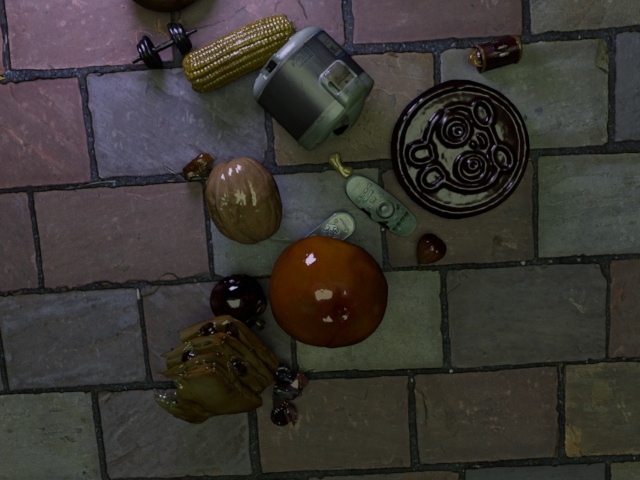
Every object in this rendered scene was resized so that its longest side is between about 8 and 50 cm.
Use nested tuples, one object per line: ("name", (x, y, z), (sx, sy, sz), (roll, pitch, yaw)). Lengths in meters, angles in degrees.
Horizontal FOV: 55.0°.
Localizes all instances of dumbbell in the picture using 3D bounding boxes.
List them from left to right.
("dumbbell", (-0.449, -0.560, 1.770), (0.208, 0.099, 0.099), (-25, 97, 4))

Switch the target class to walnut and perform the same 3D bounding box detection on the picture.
("walnut", (-0.220, -0.111, 1.778), (0.224, 0.225, 0.261), (-12, 110, 3))

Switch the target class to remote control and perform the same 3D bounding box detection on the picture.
("remote control", (0.000, 0.000, 1.869), (0.244, 0.047, 0.087), (-36, 99, 6))
("remote control", (0.180, -0.104, 1.851), (0.256, 0.045, 0.097), (40, 99, -7))

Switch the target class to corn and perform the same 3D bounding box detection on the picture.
("corn", (-0.227, -0.537, 1.755), (0.344, 0.131, 0.131), (-26, 97, 3))

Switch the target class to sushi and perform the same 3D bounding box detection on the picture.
("sushi", (-0.363, -0.220, 1.844), (0.118, 0.061, 0.060), (-32, 106, 26))

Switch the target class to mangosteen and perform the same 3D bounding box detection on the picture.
("mangosteen", (-0.250, 0.191, 1.850), (0.172, 0.172, 0.184), (6, 118, 1))

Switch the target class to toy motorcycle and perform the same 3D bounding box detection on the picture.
("toy motorcycle", (-0.097, 0.488, 1.927), (0.118, 0.084, 0.213), (3, 106, 0))

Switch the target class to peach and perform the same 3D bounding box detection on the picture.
("peach", (0.020, 0.151, 1.739), (0.342, 0.302, 0.343), (-5, 117, -11))

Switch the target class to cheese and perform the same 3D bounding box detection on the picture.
("cheese", (0.062, -0.226, 1.841), (0.083, 0.030, 0.044), (44, 103, 1))

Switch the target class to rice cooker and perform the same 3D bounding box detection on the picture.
("rice cooker", (-0.011, -0.412, 1.693), (0.277, 0.288, 0.288), (43, 97, -3))

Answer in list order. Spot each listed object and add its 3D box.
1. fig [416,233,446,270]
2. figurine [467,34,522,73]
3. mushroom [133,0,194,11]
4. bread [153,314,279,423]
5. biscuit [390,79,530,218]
("fig", (0.318, 0.042, 1.856), (0.089, 0.089, 0.125), (35, 116, -4))
("figurine", (0.498, -0.530, 1.753), (0.154, 0.098, 0.082), (-15, 101, 1))
("mushroom", (-0.438, -0.789, 1.704), (0.278, 0.163, 0.297), (29, 100, -3))
("bread", (-0.329, 0.409, 1.803), (0.370, 0.192, 0.314), (-29, 130, 15))
("biscuit", (0.408, -0.264, 1.798), (0.407, 0.091, 0.408), (0, 99, 2))
